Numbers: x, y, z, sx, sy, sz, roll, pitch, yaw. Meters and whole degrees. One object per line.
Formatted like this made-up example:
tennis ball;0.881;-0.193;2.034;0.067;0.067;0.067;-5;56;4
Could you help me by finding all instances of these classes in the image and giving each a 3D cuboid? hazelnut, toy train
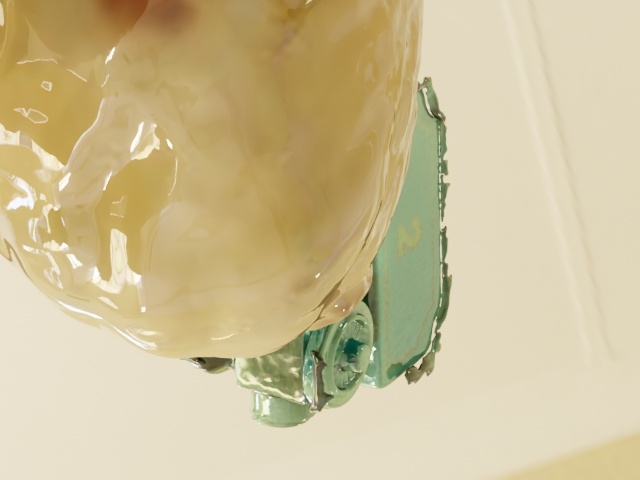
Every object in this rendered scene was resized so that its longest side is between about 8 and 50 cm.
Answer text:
hazelnut;-0.049;-0.089;0.816;0.241;0.261;0.261;-21;-38;-3
toy train;0.000;0.000;1.081;0.112;0.163;0.203;14;-62;28
